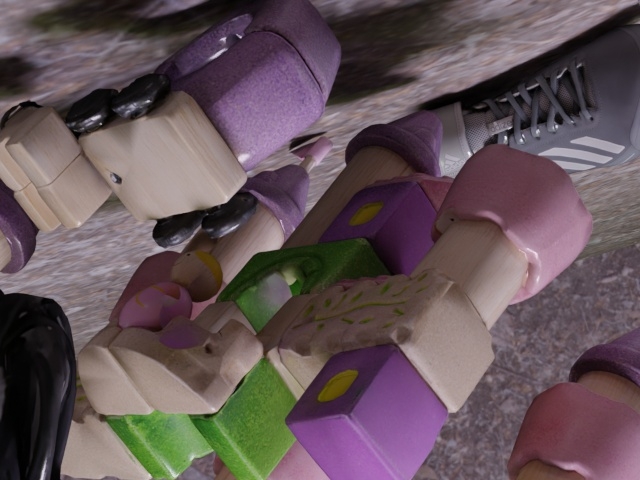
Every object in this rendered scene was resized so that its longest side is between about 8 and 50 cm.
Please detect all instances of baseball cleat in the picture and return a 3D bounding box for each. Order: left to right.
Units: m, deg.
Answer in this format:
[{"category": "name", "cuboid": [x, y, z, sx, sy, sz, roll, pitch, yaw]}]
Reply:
[{"category": "baseball cleat", "cuboid": [0.124, -0.066, 0.891, 0.109, 0.072, 0.206, -7, 166, -20]}]

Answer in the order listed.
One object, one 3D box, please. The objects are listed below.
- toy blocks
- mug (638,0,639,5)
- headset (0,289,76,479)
[{"category": "toy blocks", "cuboid": [0.000, 0.000, 0.745, 0.288, 0.309, 0.260, -8, -146, 48]}, {"category": "mug", "cuboid": [0.191, -0.135, 0.529, 0.169, 0.150, 0.113, -20, 136, -4]}, {"category": "headset", "cuboid": [-0.261, 0.057, 0.396, 0.394, 0.185, 0.243, -2, -177, -7]}]
